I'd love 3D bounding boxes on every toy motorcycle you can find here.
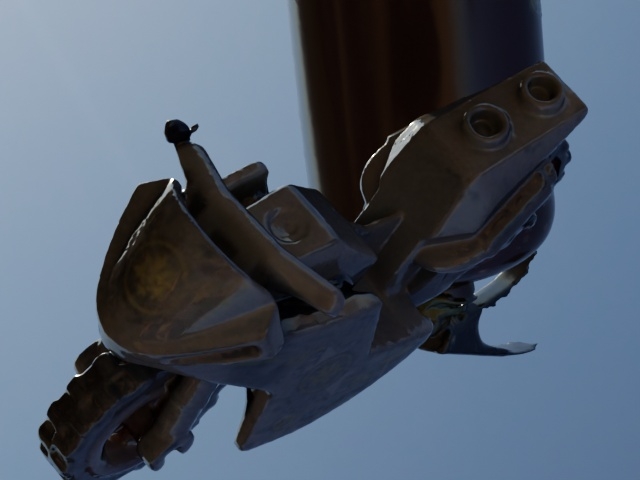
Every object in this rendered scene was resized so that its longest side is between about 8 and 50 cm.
[{"bbox_3d":[0.000,0.000,0.587,0.080,0.215,0.122,50,-26,20],"label":"toy motorcycle"}]

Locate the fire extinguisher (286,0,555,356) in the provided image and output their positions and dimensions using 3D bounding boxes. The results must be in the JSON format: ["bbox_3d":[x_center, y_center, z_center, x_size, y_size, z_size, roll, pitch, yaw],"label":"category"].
[{"bbox_3d":[0.049,-0.091,0.810,0.114,0.135,0.337,10,-68,42],"label":"fire extinguisher"}]
